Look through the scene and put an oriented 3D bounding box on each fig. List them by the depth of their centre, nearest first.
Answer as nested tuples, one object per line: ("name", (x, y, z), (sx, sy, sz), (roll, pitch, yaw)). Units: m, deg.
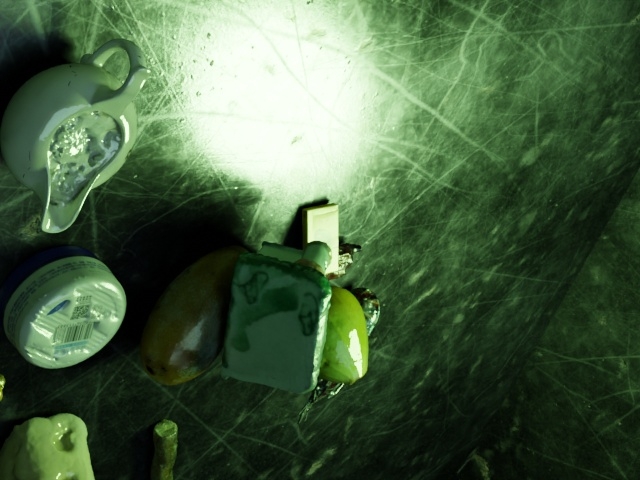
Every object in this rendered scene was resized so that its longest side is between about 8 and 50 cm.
("fig", (0.008, 0.221, 2.061), (0.207, 0.207, 0.230), (1, 80, -49))

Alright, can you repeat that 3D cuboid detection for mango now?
("mango", (-0.240, 0.143, 1.783), (0.316, 0.146, 0.193), (-55, 157, -10))

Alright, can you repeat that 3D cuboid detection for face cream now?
("face cream", (-0.445, 0.120, 1.559), (0.206, 0.111, 0.205), (-28, 140, -27))

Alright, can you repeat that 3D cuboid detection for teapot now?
("teapot", (-0.358, -0.171, 1.331), (0.208, 0.165, 0.299), (17, 121, -41))

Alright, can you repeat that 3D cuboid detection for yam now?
("yam", (-0.366, 0.518, 2.089), (0.061, 0.061, 0.252), (-21, 138, -34))

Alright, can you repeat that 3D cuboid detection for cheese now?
("cheese", (-0.541, 0.507, 1.753), (0.174, 0.251, 0.248), (0, 139, -47))

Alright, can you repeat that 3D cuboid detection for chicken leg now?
("chicken leg", (-0.004, 0.064, 2.038), (0.234, 0.063, 0.105), (-21, 133, -31))

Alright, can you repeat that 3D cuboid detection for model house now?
("model house", (-0.061, 0.113, 1.842), (0.325, 0.194, 0.267), (-64, 164, -66))

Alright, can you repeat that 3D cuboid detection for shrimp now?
("shrimp", (0.037, 0.285, 2.236), (0.372, 0.137, 0.172), (-55, 150, 9))

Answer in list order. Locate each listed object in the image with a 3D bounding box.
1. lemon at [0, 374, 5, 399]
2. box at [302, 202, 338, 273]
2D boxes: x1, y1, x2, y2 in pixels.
("lemon", (-0.631, 0.284, 1.445), (0.257, 0.188, 0.188), (-22, 139, -24))
("box", (0.000, 0.000, 1.959), (0.087, 0.023, 0.155), (-11, 110, -32))
